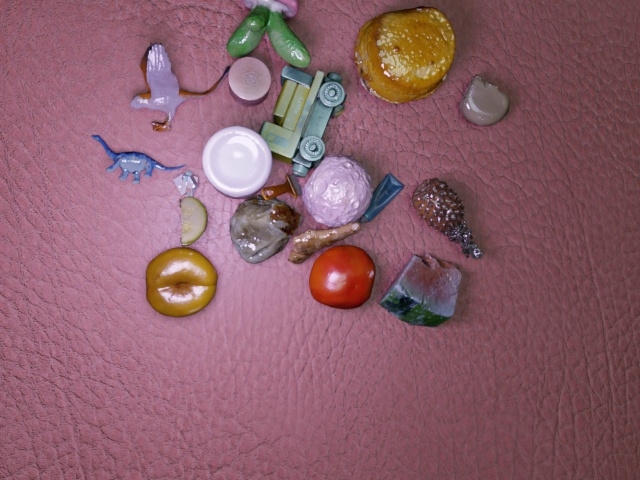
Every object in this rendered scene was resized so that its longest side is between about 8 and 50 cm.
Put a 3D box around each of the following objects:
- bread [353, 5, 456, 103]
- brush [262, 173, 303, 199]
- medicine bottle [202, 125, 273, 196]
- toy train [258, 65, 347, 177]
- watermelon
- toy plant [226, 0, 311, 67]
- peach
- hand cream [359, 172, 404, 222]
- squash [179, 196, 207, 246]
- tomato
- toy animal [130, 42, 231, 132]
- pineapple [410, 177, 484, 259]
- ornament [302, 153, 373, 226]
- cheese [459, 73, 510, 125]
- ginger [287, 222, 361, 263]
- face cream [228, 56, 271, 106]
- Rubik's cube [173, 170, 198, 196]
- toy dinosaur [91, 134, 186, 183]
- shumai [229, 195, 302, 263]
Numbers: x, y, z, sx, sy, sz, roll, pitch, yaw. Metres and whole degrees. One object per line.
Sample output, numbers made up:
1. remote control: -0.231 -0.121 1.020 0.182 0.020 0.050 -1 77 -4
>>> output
1. bread: 0.309 -0.687 1.728 0.358 0.204 0.337 -16 91 -7
2. brush: -0.131 -0.177 1.637 0.017 0.314 0.090 -21 95 22
3. medicine bottle: -0.270 -0.239 1.559 0.211 0.371 0.211 0 92 -9
4. toy train: -0.066 -0.435 1.699 0.253 0.160 0.397 21 87 -2
5. watermelon: 0.391 0.186 1.811 0.264 0.151 0.302 26 89 -10
6. toy plant: -0.158 -0.793 1.619 0.317 0.210 0.356 12 90 14
7. peach: -0.484 0.146 1.656 0.251 0.153 0.251 -1 97 -4
8. hand cream: 0.227 -0.153 1.823 0.083 0.048 0.224 41 81 -7
9. squash: -0.428 -0.071 1.599 0.093 0.252 0.169 -7 94 -11
10. tomato: 0.086 0.138 1.724 0.259 0.180 0.260 -10 110 -29
11. toy animal: -0.493 -0.514 1.655 0.284 0.225 0.302 14 104 -31
12. pineapple: 0.500 -0.075 1.822 0.175 0.175 0.361 -45 110 -5
13. ornament: 0.067 -0.169 1.681 0.225 0.259 0.259 35 87 0
14. cheese: 0.641 -0.532 1.851 0.202 0.091 0.175 22 89 -12
15. ginger: 0.000 0.000 1.679 0.333 0.081 0.148 -22 140 24
16. face cream: -0.252 -0.559 1.680 0.149 0.104 0.149 0 93 -10
17. Rubik's cube: -0.464 -0.201 1.675 0.073 0.075 0.084 -30 113 9
18. toy dinosaur: -0.646 -0.259 1.638 0.329 0.076 0.144 17 58 -10
19. shumai: -0.205 -0.038 1.661 0.225 0.222 0.261 36 91 -12
